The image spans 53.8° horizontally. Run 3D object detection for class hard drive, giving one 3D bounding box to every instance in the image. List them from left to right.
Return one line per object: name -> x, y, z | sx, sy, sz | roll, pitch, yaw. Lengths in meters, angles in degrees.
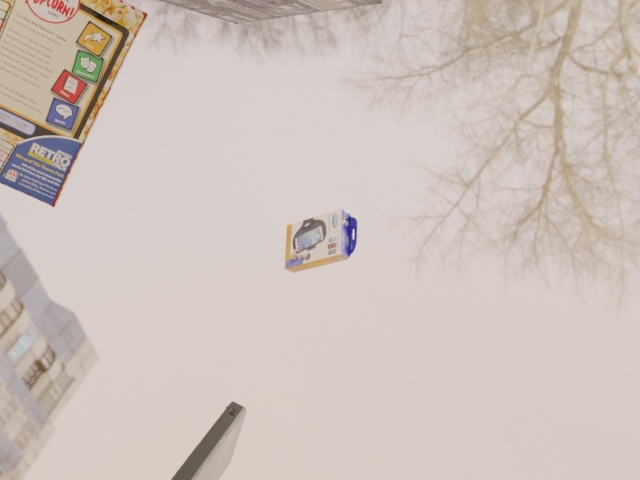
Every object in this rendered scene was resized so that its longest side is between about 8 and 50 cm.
hard drive -> -0.122, 0.237, 0.629 | 0.022, 0.094, 0.135 | 25, -149, 11

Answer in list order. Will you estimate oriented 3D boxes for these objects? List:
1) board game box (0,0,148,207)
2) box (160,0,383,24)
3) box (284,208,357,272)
board game box -> -0.261, -0.148, 0.552 | 0.193, 0.147, 0.045 | -62, -159, 3
box -> -0.052, -0.220, 0.460 | 0.147, 0.077, 0.180 | 2, -171, 26
box -> 0.000, 0.000, 1.031 | 0.136, 0.028, 0.081 | -17, -119, 38
